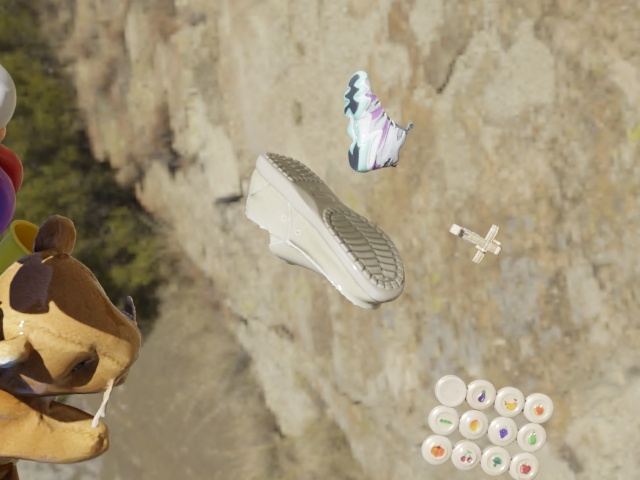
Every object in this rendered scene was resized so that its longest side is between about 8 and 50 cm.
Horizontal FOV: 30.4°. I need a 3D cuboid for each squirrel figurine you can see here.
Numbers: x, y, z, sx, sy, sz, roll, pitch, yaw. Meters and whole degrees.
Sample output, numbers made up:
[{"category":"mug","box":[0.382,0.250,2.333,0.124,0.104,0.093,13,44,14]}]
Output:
[{"category":"squirrel figurine","box":[-0.392,0.112,1.302,0.370,0.397,0.281,-40,23,52]}]

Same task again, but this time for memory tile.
[{"category":"memory tile","box":[0.199,0.223,1.398,0.012,0.148,0.113,-132,55,-80]}]

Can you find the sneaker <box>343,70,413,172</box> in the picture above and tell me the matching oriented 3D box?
[{"category":"sneaker","box":[0.060,-0.117,1.150,0.038,0.069,0.098,-156,63,-62]}]

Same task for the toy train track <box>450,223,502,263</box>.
[{"category":"toy train track","box":[0.179,0.001,1.330,0.014,0.083,0.048,37,100,52]}]

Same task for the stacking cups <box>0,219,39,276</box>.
[{"category":"stacking cups","box":[-0.552,0.105,1.904,0.316,0.096,0.096,-45,42,19]}]

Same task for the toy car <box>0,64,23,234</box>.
[{"category":"toy car","box":[-0.320,-0.060,1.009,0.136,0.159,0.182,50,-162,-27]}]

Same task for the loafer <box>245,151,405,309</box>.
[{"category":"loafer","box":[0.000,0.000,1.385,0.268,0.102,0.092,49,121,39]}]
